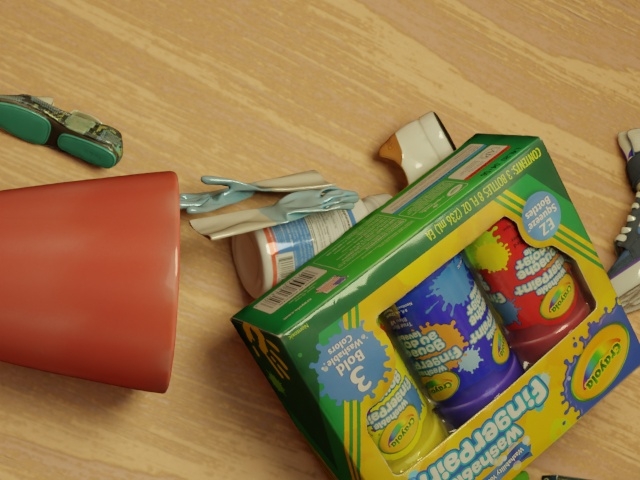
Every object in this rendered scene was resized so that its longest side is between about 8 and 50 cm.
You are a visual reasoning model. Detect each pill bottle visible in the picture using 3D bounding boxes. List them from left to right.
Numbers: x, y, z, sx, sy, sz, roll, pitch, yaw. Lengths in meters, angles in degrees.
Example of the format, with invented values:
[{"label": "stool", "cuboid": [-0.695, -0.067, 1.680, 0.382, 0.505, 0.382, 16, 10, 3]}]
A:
[{"label": "pill bottle", "cuboid": [0.000, 0.000, 1.658, 0.221, 0.124, 0.124, -12, 83, -24]}]

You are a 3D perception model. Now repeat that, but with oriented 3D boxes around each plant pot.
[{"label": "plant pot", "cuboid": [-0.302, 0.045, 1.474, 0.243, 0.275, 0.275, 3, 77, -10]}]

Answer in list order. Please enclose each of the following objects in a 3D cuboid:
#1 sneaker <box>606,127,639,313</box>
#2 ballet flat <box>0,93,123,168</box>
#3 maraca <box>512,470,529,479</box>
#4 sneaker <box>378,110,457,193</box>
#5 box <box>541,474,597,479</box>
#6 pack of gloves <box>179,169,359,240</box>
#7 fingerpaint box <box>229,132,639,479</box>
[{"label": "sneaker", "cuboid": [0.508, -0.055, 1.885, 0.323, 0.130, 0.236, -35, 62, 0]}, {"label": "ballet flat", "cuboid": [-0.349, -0.155, 1.601, 0.188, 0.070, 0.070, 26, 70, -16]}, {"label": "maraca", "cuboid": [0.254, 0.386, 1.686, 0.185, 0.099, 0.127, -28, 98, -49]}, {"label": "sneaker", "cuboid": [0.181, -0.037, 1.768, 0.123, 0.106, 0.290, -28, 98, 10]}, {"label": "box", "cuboid": [0.430, 0.436, 1.766, 0.233, 0.044, 0.159, 12, 74, -18]}, {"label": "pack of gloves", "cuboid": [-0.075, -0.067, 1.607, 0.232, 0.195, 0.046, -13, 109, -23]}, {"label": "fingerpaint box", "cuboid": [0.170, 0.132, 1.597, 0.445, 0.163, 0.371, -36, 110, -19]}]
